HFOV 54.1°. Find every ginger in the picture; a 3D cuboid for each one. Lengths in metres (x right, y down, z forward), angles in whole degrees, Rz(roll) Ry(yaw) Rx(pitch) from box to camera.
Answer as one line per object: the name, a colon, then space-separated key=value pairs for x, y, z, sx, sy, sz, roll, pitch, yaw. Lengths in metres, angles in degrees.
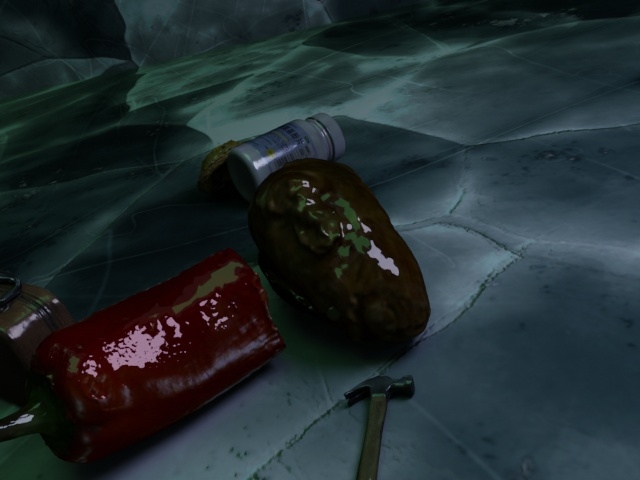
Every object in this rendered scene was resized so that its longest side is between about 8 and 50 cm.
ginger: x=0.000 y=0.000 z=0.715 sx=0.165 sy=0.172 sz=0.321 roll=-53 pitch=29 yaw=13

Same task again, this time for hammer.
hammer: x=0.038 y=0.179 z=0.518 sx=0.062 sy=0.017 sz=0.182 roll=-6 pitch=30 yaw=18

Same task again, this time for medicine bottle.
medicine bottle: x=-0.056 y=-0.142 z=1.059 sx=0.186 sy=0.103 sz=0.103 roll=-30 pitch=31 yaw=-26

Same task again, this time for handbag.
handbag: x=-0.342 y=0.109 z=0.690 sx=0.193 sy=0.151 sz=0.072 roll=6 pitch=36 yaw=37

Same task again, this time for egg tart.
egg tart: x=-0.168 y=-0.138 z=1.098 sx=0.129 sy=0.129 sz=0.049 roll=-32 pitch=76 yaw=-28

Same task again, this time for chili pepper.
chili pepper: x=-0.202 y=0.134 z=0.587 sx=0.338 sy=0.134 sz=0.131 roll=-30 pitch=16 yaw=-33
